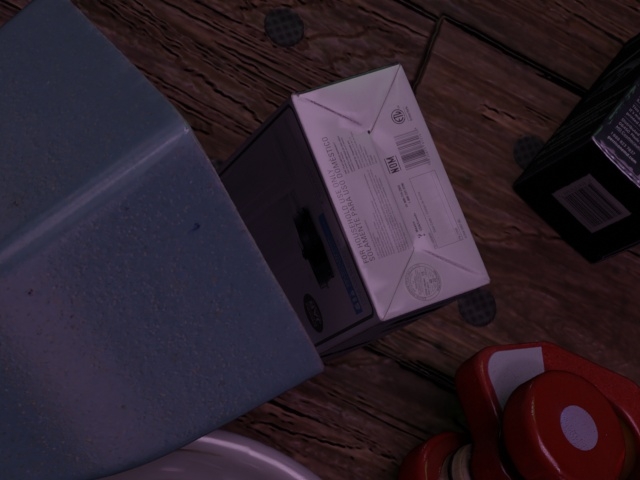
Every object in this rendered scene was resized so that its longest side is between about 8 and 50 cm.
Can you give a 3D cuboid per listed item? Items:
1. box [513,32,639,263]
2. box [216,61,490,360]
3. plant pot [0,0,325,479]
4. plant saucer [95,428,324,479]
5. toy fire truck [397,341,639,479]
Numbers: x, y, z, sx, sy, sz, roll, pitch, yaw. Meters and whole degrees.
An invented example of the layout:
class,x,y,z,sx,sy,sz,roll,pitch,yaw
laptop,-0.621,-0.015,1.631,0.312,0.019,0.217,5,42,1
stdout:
class,x,y,z,sx,sy,sz,roll,pitch,yaw
box,0.290,-0.100,1.339,0.108,0.153,0.207,43,68,-5
box,0.000,0.000,1.141,0.087,0.290,0.169,-19,85,-23
plant pot,-0.194,0.023,1.066,0.252,0.247,0.248,-34,132,-9
plant saucer,-0.123,0.335,1.117,0.400,0.100,0.400,4,76,-18
toy fire truck,0.223,0.225,1.217,0.254,0.169,0.302,0,63,-39
